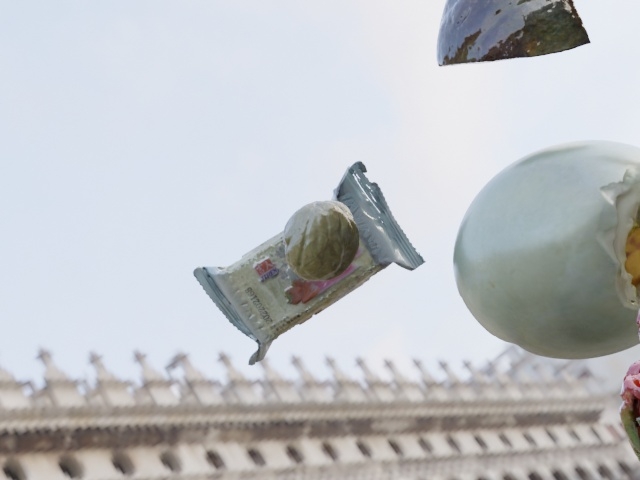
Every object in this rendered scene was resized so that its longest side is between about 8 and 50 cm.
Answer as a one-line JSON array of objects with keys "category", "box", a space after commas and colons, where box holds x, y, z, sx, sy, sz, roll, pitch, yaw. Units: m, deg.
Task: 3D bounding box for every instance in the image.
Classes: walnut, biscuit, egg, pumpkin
[{"category": "walnut", "box": [0.000, 0.000, 1.452, 0.092, 0.092, 0.092, -26, -31, -17]}, {"category": "biscuit", "box": [-0.020, 0.035, 2.085, 0.309, 0.186, 0.079, -32, 1, 4]}, {"category": "egg", "box": [0.318, 0.015, 1.765, 0.278, 0.278, 0.336, -14, 2, -34]}, {"category": "pumpkin", "box": [0.236, -0.337, 1.953, 0.148, 0.312, 0.169, -16, -79, -24]}]

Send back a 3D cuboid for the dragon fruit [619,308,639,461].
[{"category": "dragon fruit", "box": [0.334, 0.133, 1.163, 0.166, 0.160, 0.172, -38, -56, 0]}]
